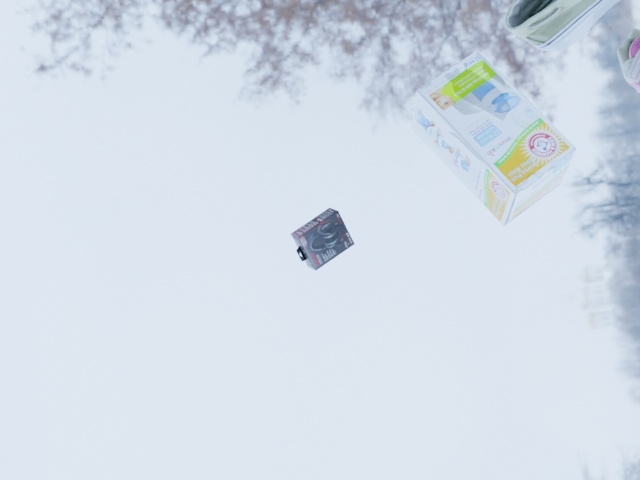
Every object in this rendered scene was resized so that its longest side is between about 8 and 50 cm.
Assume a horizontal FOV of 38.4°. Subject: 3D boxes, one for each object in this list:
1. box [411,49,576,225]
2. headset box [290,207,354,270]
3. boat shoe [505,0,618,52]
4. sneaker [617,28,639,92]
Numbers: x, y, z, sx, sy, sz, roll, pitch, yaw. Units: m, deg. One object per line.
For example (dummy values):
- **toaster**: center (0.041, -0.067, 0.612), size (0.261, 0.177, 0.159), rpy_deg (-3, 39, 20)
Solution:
- **box**: center (0.233, -0.140, 1.259), size (0.203, 0.114, 0.103), rpy_deg (51, 166, 20)
- **headset box**: center (0.000, 0.000, 1.374), size (0.032, 0.083, 0.062), rpy_deg (23, 143, 61)
- **boat shoe**: center (0.370, -0.372, 1.242), size (0.094, 0.302, 0.109), rpy_deg (6, -130, -31)
- **sneaker**: center (0.483, -0.235, 1.281), size (0.111, 0.103, 0.252), rpy_deg (37, -171, -16)
